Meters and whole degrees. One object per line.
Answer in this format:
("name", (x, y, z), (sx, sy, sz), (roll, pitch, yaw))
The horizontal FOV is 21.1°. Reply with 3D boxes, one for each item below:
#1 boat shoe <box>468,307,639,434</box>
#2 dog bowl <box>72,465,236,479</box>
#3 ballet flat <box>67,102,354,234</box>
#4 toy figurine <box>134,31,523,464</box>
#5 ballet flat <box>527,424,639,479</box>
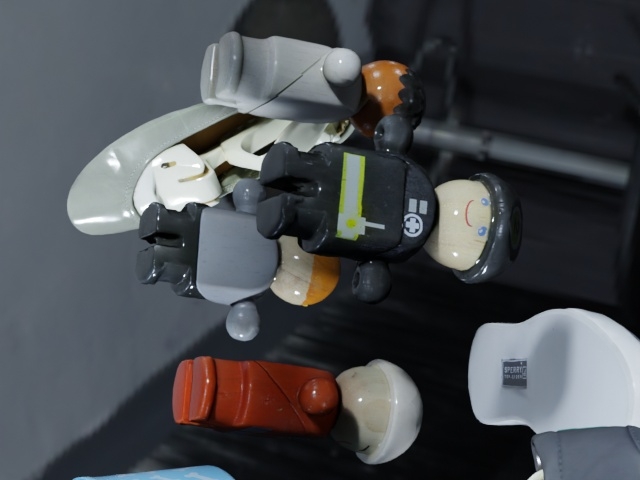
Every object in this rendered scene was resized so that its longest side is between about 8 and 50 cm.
("boat shoe", (0.176, 0.095, 1.110), (0.267, 0.088, 0.096), (160, -68, -75))
("dog bowl", (-0.065, 0.245, 0.905), (0.074, 0.166, 0.297), (-17, 126, -23))
("ballet flat", (-0.069, -0.059, 1.160), (0.213, 0.068, 0.072), (-28, 127, -14))
("toy figurine", (0.000, 0.000, 0.979), (0.148, 0.209, 0.213), (9, 121, -24))
("ballet flat", (0.071, 0.152, 0.587), (0.203, 0.074, 0.074), (-69, 151, -28))
